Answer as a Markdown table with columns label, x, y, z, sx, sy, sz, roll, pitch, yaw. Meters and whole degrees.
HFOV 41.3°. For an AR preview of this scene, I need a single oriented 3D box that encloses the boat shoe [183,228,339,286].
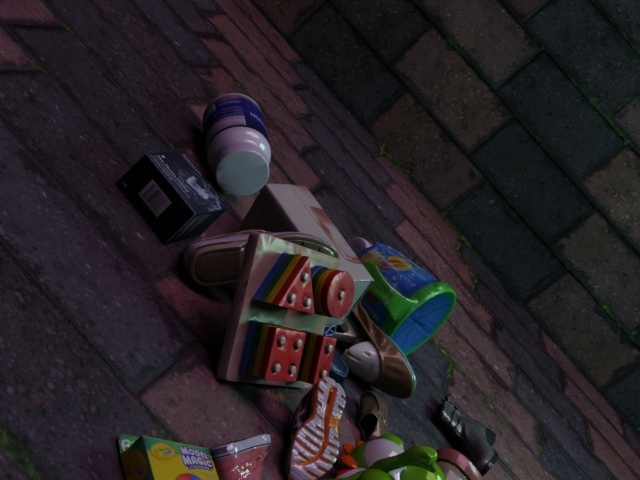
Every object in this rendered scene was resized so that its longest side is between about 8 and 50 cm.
| label | x | y | z | sx | sy | sz | roll | pitch | yaw |
| --- | --- | --- | --- | --- | --- | --- | --- | --- | --- |
| boat shoe | -0.114 | 0.023 | 1.638 | 0.303 | 0.113 | 0.103 | 1 | 22 | -24 |

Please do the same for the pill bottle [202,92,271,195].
| label | x | y | z | sx | sy | sz | roll | pitch | yaw |
| --- | --- | --- | --- | --- | --- | --- | --- | --- | --- |
| pill bottle | -0.200 | -0.230 | 2.039 | 0.153 | 0.153 | 0.264 | 36 | 23 | -32 |

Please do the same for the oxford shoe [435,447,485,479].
| label | x | y | z | sx | sy | sz | roll | pitch | yaw |
| --- | --- | --- | --- | --- | --- | --- | --- | --- | --- |
| oxford shoe | 0.312 | 0.584 | 1.681 | 0.348 | 0.123 | 0.130 | 49 | 45 | -1 |

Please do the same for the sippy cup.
| label | x | y | z | sx | sy | sz | roll | pitch | yaw |
| --- | --- | --- | --- | --- | --- | --- | --- | --- | --- |
| sippy cup | 0.170 | 0.132 | 2.064 | 0.240 | 0.305 | 0.224 | -27 | 59 | -28 |

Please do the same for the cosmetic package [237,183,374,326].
| label | x | y | z | sx | sy | sz | roll | pitch | yaw |
| --- | --- | --- | --- | --- | --- | --- | --- | --- | --- |
| cosmetic package | -0.036 | 0.030 | 1.827 | 0.129 | 0.153 | 0.296 | -1 | 47 | -44 |

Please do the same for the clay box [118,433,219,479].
| label | x | y | z | sx | sy | sz | roll | pitch | yaw |
| --- | --- | --- | --- | --- | --- | --- | --- | --- | --- |
| clay box | -0.181 | 0.343 | 1.108 | 0.127 | 0.053 | 0.222 | 27 | 29 | -47 |

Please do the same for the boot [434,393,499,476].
| label | x | y | z | sx | sy | sz | roll | pitch | yaw |
| --- | --- | --- | --- | --- | --- | --- | --- | --- | --- |
| boot | 0.328 | 0.458 | 1.990 | 0.161 | 0.083 | 0.246 | 41 | 13 | 1 |

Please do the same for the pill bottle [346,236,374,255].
| label | x | y | z | sx | sy | sz | roll | pitch | yaw |
| --- | --- | --- | --- | --- | --- | --- | --- | --- | --- |
| pill bottle | 0.141 | 0.076 | 2.254 | 0.193 | 0.108 | 0.108 | 32 | 25 | -40 |

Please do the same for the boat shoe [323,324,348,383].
| label | x | y | z | sx | sy | sz | roll | pitch | yaw |
| --- | --- | --- | --- | --- | --- | --- | --- | --- | --- |
| boat shoe | -0.032 | 0.187 | 1.685 | 0.258 | 0.089 | 0.109 | 42 | 20 | -17 |

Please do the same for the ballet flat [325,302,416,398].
| label | x | y | z | sx | sy | sz | roll | pitch | yaw |
| --- | --- | --- | --- | --- | --- | --- | --- | --- | --- |
| ballet flat | 0.074 | 0.212 | 1.866 | 0.124 | 0.116 | 0.342 | -3 | 51 | -41 |

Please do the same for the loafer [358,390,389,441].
| label | x | y | z | sx | sy | sz | roll | pitch | yaw |
| --- | --- | --- | --- | --- | --- | --- | --- | --- | --- |
| loafer | 0.104 | 0.355 | 1.704 | 0.050 | 0.056 | 0.148 | 43 | 18 | -34 |

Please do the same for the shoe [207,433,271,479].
| label | x | y | z | sx | sy | sz | roll | pitch | yaw |
| --- | --- | --- | --- | --- | --- | --- | --- | --- | --- |
| shoe | -0.114 | 0.338 | 1.266 | 0.178 | 0.064 | 0.081 | 26 | 49 | -73 |

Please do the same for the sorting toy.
| label | x | y | z | sx | sy | sz | roll | pitch | yaw |
| --- | --- | --- | --- | --- | --- | --- | --- | --- | --- |
| sorting toy | -0.043 | 0.137 | 1.513 | 0.089 | 0.255 | 0.257 | 9 | -6 | 35 |

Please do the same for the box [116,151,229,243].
| label | x | y | z | sx | sy | sz | roll | pitch | yaw |
| --- | --- | --- | --- | --- | --- | --- | --- | --- | --- |
| box | -0.286 | -0.088 | 1.665 | 0.156 | 0.093 | 0.158 | 50 | 18 | 6 |

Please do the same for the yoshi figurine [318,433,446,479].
| label | x | y | z | sx | sy | sz | roll | pitch | yaw |
| --- | --- | --- | --- | --- | --- | --- | --- | --- | --- |
| yoshi figurine | 0.129 | 0.438 | 1.425 | 0.203 | 0.204 | 0.362 | 64 | 16 | -4 |

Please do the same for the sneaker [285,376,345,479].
| label | x | y | z | sx | sy | sz | roll | pitch | yaw |
| --- | --- | --- | --- | --- | --- | --- | --- | --- | --- |
| sneaker | -0.017 | 0.334 | 1.456 | 0.084 | 0.083 | 0.215 | 42 | 38 | -13 |
